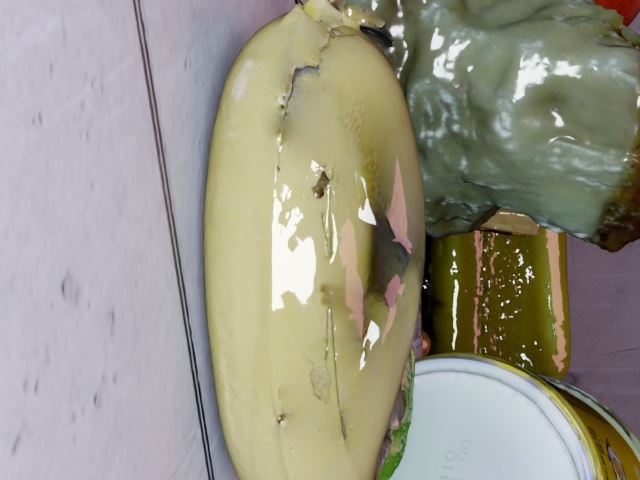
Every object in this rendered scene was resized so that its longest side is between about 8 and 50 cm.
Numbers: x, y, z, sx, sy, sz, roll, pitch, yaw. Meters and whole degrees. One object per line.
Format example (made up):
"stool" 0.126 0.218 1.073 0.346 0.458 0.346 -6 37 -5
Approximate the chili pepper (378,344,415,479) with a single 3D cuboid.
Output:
"chili pepper" 0.027 0.098 0.845 0.074 0.100 0.256 28 59 -75

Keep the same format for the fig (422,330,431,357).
"fig" 0.121 0.158 1.400 0.050 0.050 0.083 -39 141 -75

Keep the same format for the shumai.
"shumai" 0.212 -0.147 0.979 0.324 0.323 0.397 -43 139 -27

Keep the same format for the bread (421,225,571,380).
"bread" 0.269 0.067 1.662 0.208 0.251 0.376 121 -32 -81

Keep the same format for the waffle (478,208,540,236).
"waffle" 0.234 -0.137 1.519 0.308 0.213 0.091 -75 170 -47

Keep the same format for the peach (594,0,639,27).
"peach" 0.265 -0.387 1.346 0.388 0.389 0.388 0 90 -78

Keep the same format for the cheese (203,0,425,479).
"cheese" 0.000 0.000 0.656 0.259 0.128 0.315 -80 172 -71

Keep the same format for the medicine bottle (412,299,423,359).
"medicine bottle" 0.060 0.053 1.025 0.079 0.079 0.140 -50 138 -72

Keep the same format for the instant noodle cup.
"instant noodle cup" 0.151 0.252 0.957 0.254 0.326 0.325 46 44 -61
